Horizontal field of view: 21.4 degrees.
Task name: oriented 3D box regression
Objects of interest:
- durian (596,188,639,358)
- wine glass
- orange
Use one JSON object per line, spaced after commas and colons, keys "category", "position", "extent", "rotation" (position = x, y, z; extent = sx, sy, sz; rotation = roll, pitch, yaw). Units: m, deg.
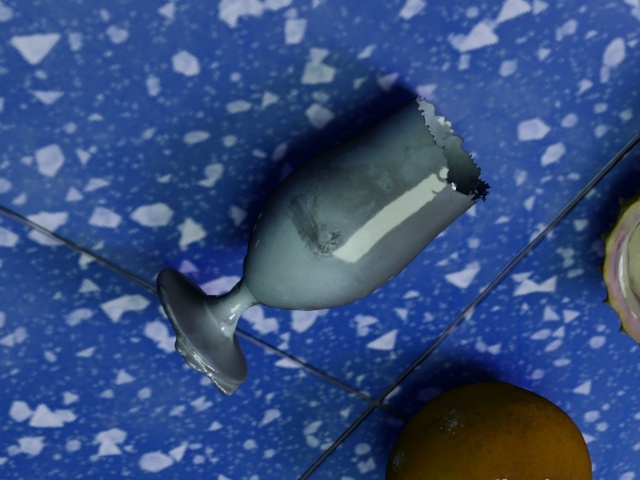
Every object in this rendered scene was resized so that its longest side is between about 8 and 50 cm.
{"category": "durian", "position": [0.285, 0.015, 1.187], "extent": [0.165, 0.132, 0.182], "rotation": [-30, 117, -5]}
{"category": "wine glass", "position": [0.000, 0.000, 1.118], "extent": [0.222, 0.103, 0.103], "rotation": [-37, 126, 14]}
{"category": "orange", "position": [0.125, 0.174, 1.269], "extent": [0.156, 0.124, 0.156], "rotation": [-13, 146, -9]}
